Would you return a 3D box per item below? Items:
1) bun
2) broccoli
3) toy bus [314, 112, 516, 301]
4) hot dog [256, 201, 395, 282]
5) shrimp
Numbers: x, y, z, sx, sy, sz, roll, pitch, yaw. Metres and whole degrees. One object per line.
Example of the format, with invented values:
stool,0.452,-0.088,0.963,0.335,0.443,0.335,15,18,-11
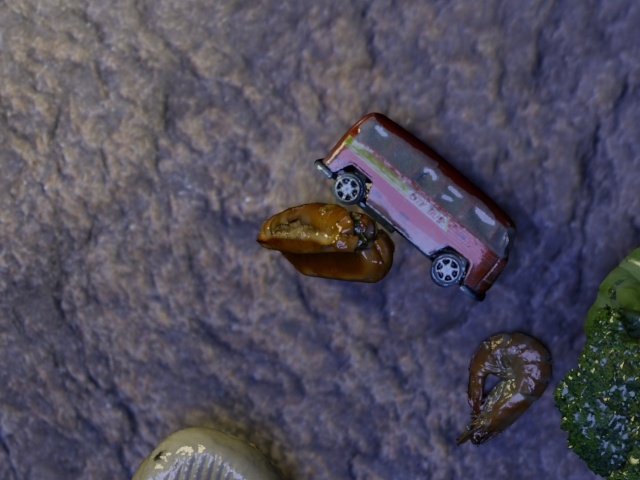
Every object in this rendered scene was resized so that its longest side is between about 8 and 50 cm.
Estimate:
bun,-0.143,0.382,1.478,0.259,0.160,0.259,0,94,1
broccoli,0.434,0.134,1.196,0.310,0.321,0.413,11,121,22
toy bus,0.125,-0.045,1.332,0.265,0.121,0.120,40,100,4
hot dog,0.000,0.000,1.320,0.115,0.269,0.072,31,79,-24
shrimp,0.224,0.195,1.393,0.099,0.041,0.180,35,109,7
